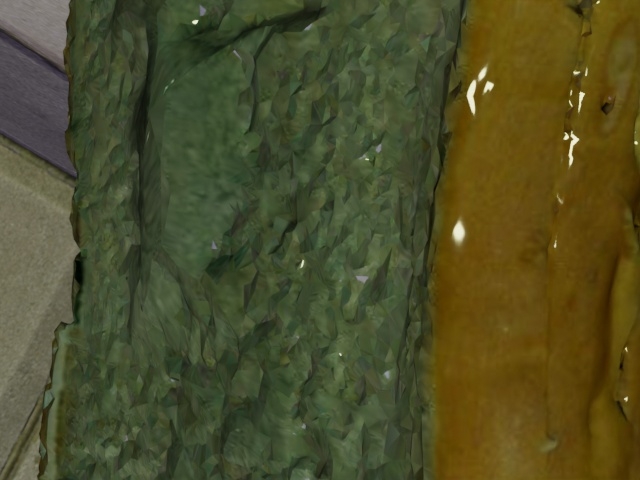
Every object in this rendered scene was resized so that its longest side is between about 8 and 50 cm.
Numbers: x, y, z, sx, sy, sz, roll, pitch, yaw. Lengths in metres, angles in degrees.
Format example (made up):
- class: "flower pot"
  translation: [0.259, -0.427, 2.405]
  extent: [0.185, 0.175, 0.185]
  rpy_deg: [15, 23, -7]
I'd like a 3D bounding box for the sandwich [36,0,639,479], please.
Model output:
- class: "sandwich"
  translation: [0.000, 0.000, 0.534]
  extent: [0.099, 0.301, 0.271]
  rpy_deg: [1, -174, -29]
